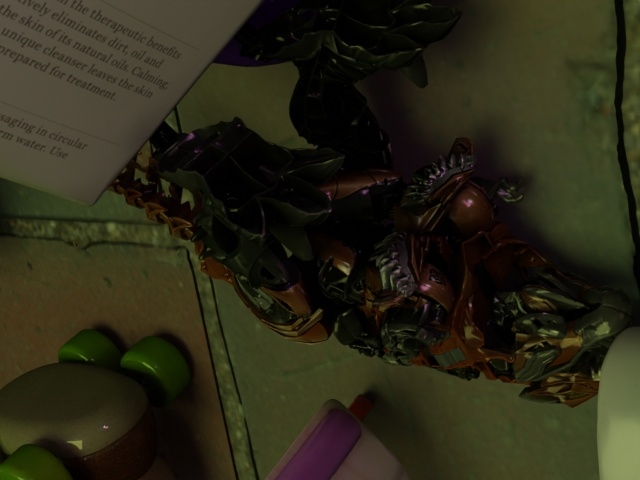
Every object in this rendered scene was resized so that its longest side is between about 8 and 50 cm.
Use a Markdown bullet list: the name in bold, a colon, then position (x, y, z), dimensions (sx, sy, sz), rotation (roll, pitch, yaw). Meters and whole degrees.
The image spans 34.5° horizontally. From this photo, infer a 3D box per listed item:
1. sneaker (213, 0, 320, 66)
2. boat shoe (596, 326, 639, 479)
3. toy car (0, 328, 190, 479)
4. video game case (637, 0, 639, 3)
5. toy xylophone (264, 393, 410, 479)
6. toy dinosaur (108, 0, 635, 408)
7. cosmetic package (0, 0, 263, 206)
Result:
- **sneaker**: position (-0.114, -0.140, 0.588), dimensions (0.293, 0.146, 0.102), rotation (8, 114, 38)
- **boat shoe**: position (0.219, 0.173, 0.480), dimensions (0.102, 0.108, 0.301), rotation (-12, 104, 41)
- **toy car**: position (-0.165, 0.189, 0.786), dimensions (0.149, 0.155, 0.188), rotation (1, 122, 39)
- **video game case**: position (0.168, -0.213, 0.407), dimensions (0.206, 0.026, 0.227), rotation (48, 132, 13)
- **toy xylophone**: position (-0.049, 0.247, 0.655), dimensions (0.081, 0.236, 0.323), rotation (36, 130, 7)
- **toy dinosaur**: position (0.000, 0.000, 0.548), dimensions (0.322, 0.164, 0.218), rotation (0, 142, 11)
- **cosmetic package**: position (-0.071, -0.207, 0.384), dimensions (0.365, 0.197, 0.155), rotation (-47, 55, 14)
